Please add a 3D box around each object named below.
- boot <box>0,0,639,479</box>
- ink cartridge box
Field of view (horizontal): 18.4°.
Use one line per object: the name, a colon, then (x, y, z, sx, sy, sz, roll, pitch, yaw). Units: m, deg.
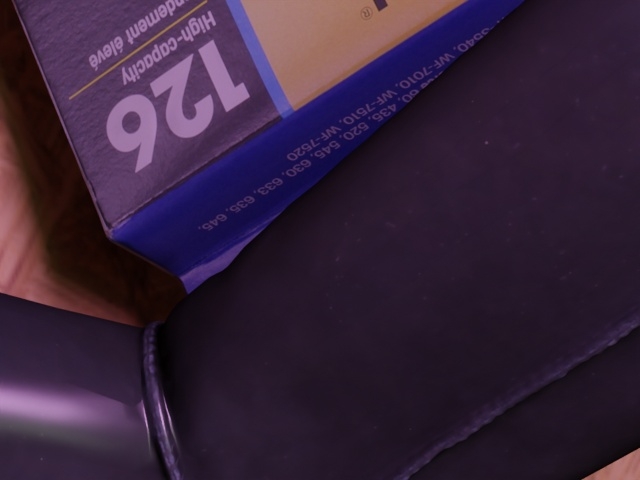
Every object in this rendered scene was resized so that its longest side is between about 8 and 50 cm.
boot: (0.001, 0.001, 0.762, 0.367, 0.445, 0.146, 34, 32, -42)
ink cartridge box: (0.004, -0.131, 0.901, 0.072, 0.303, 0.307, 16, 46, -61)
